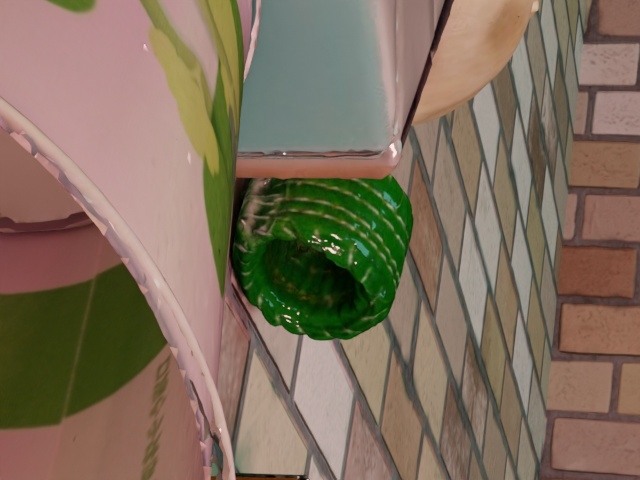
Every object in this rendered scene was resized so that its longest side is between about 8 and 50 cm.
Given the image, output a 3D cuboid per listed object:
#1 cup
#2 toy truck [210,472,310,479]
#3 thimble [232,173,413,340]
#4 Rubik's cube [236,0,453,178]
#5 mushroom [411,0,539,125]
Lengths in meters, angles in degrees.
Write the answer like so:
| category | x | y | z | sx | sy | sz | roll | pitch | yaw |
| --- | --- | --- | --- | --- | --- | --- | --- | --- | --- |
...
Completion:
| category | x | y | z | sx | sy | sz | roll | pitch | yaw |
| --- | --- | --- | --- | --- | --- | --- | --- | --- | --- |
| cup | -0.129 | -0.014 | 0.524 | 0.274 | 0.253 | 0.253 | -79 | 165 | -58 |
| toy truck | -0.045 | 0.237 | 1.190 | 0.115 | 0.080 | 0.178 | 45 | 47 | -84 |
| thimble | 0.000 | 0.000 | 1.255 | 0.130 | 0.118 | 0.090 | 45 | 47 | -34 |
| Rubik's cube | -0.070 | -0.172 | 0.716 | 0.221 | 0.224 | 0.231 | -69 | 156 | -54 |
| mushroom | 0.078 | -0.250 | 1.119 | 0.353 | 0.353 | 0.325 | -59 | 133 | -62 |
